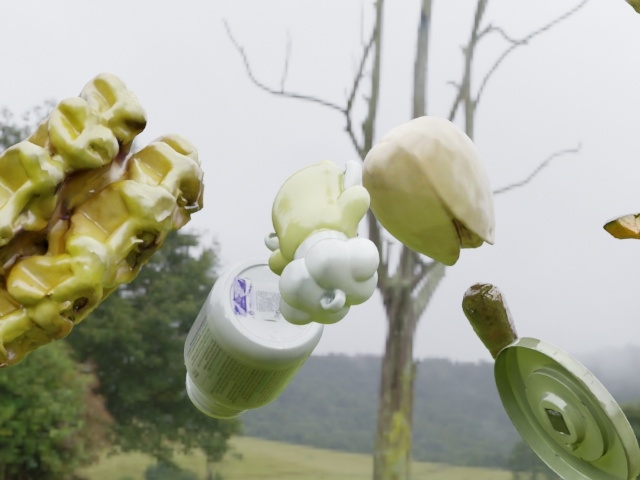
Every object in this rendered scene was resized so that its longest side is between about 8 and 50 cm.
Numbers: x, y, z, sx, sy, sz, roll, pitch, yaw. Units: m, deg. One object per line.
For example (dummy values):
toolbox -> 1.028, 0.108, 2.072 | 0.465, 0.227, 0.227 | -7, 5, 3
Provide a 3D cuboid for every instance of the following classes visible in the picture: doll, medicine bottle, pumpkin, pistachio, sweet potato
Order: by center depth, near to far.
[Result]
doll -> 0.000, 0.000, 0.805 | 0.062, 0.162, 0.106 | 35, -64, -28
medicine bottle -> -0.089, 0.126, 1.224 | 0.135, 0.135, 0.215 | 7, -36, -20
pistachio -> 0.177, -0.071, 1.610 | 0.188, 0.187, 0.299 | -6, -35, 29
sweet potato -> 0.297, 0.156, 1.707 | 0.075, 0.075, 0.273 | -6, -41, 29
pumpkin -> 0.632, 0.012, 1.778 | 0.149, 0.254, 0.130 | -36, -10, -41

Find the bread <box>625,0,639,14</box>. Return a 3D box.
bread -> 0.475, -0.390, 1.312 | 0.134, 0.244, 0.244 | 20, -22, -37

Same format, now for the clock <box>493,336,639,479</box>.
clock -> 0.313, 0.228, 1.340 | 0.029, 0.235, 0.235 | -33, -1, -20

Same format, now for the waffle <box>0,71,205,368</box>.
waffle -> -0.246, 0.001, 0.878 | 0.151, 0.261, 0.324 | 49, -31, -10
